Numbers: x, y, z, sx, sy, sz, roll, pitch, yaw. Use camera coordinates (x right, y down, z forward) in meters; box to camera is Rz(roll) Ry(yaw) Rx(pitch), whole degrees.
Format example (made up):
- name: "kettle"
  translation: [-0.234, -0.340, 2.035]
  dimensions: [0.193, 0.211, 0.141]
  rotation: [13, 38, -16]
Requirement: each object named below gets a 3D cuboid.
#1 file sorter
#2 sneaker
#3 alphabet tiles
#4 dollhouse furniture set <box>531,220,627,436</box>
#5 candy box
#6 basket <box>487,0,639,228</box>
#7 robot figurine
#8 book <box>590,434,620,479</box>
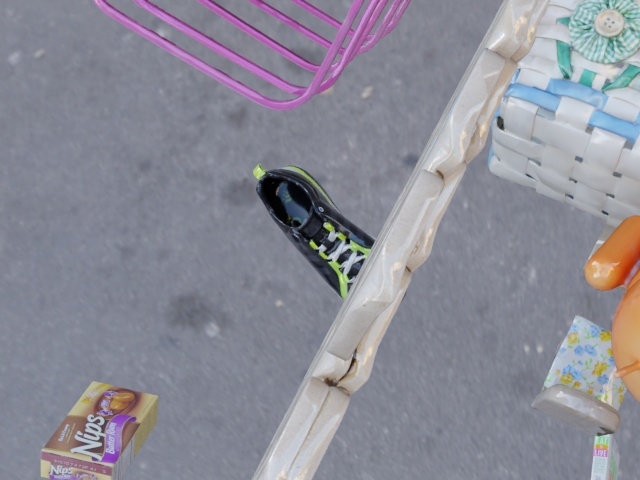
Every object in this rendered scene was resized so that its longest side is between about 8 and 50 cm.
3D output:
- name: "file sorter"
  translation: [-0.021, -0.237, 0.948]
  dimensions: [0.202, 0.290, 0.182]
  rotation: [31, 115, 4]
- name: "sneaker"
  translation: [0.000, 0.000, 1.470]
  dimensions: [0.235, 0.097, 0.084]
  rotation: [44, 104, 18]
- name: "alphabet tiles"
  translation: [0.030, 0.010, 0.538]
  dimensions: [0.021, 0.278, 0.284]
  rotation: [28, 62, 2]
- name: "dollhouse furniture set"
  translation: [0.431, 0.053, 1.040]
  dimensions: [0.394, 0.256, 0.362]
  rotation: [26, 81, 8]
- name: "candy box"
  translation: [-0.318, 0.283, 1.801]
  dimensions: [0.109, 0.053, 0.186]
  rotation: [12, 26, 10]
- name: "basket"
  translation: [0.284, -0.154, 1.018]
  dimensions: [0.255, 0.201, 0.289]
  rotation: [24, 63, 13]
- name: "robot figurine"
  translation: [0.276, 0.045, 0.839]
  dimensions: [0.128, 0.158, 0.219]
  rotation: [-26, 14, 43]
- name: "book"
  translation: [0.358, 0.326, 1.595]
  dimensions: [0.035, 0.096, 0.144]
  rotation: [3, 61, 19]
